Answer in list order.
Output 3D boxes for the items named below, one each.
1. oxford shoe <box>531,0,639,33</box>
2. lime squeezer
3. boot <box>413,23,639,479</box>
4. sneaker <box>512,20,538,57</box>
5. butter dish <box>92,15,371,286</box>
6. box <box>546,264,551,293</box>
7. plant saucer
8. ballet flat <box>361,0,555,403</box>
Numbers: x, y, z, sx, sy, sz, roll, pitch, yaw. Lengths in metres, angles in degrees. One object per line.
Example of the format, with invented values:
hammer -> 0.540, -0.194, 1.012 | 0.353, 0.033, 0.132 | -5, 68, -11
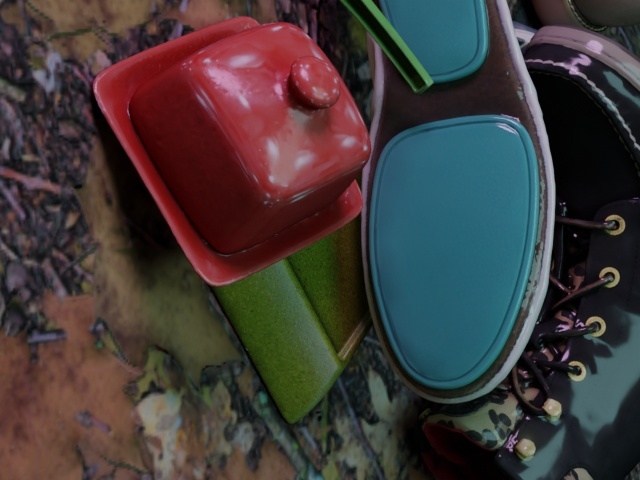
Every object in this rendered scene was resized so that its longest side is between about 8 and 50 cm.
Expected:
oxford shoe -> 0.270, -0.372, 1.582 | 0.140, 0.146, 0.397 | 9, 79, -50
lime squeezer -> -0.043, -0.208, 1.180 | 0.310, 0.059, 0.110 | 29, 30, -26
boot -> 0.187, 0.056, 1.393 | 0.284, 0.138, 0.377 | -46, 130, -26
sneaker -> 0.201, -0.117, 1.529 | 0.283, 0.110, 0.122 | 27, 31, -36
butter dish -> -0.032, -0.076, 1.142 | 0.160, 0.118, 0.160 | -27, 86, -43
box -> 0.214, 0.084, 1.558 | 0.145, 0.038, 0.186 | -11, 96, -53
plant saucer -> 0.000, 0.000, 1.272 | 0.188, 0.045, 0.188 | -54, 128, -41
ballet flat -> 0.095, -0.087, 1.286 | 0.139, 0.139, 0.400 | 2, 81, -53
